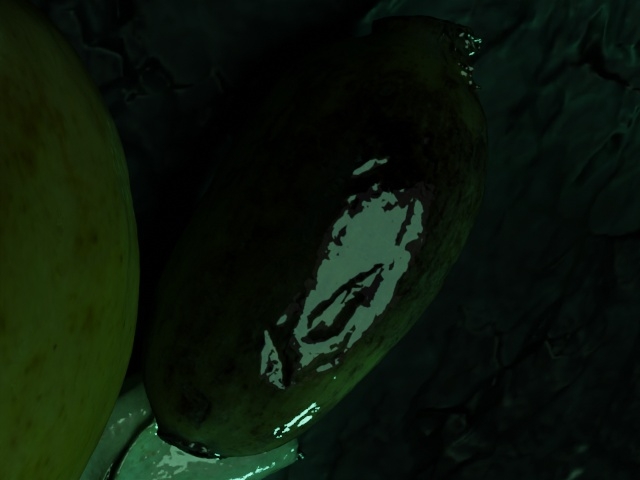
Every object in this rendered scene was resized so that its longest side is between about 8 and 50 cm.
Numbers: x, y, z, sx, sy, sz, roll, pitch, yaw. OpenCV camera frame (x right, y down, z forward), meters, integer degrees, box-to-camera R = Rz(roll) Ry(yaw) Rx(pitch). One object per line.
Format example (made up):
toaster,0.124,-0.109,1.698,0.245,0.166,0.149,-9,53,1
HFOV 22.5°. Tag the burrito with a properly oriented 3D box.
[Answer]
burrito,-0.063,0.078,0.615,0.118,0.044,0.074,-26,123,-14

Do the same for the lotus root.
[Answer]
lotus root,0.000,0.000,0.559,0.179,0.089,0.080,-59,173,1

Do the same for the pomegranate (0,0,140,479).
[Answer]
pomegranate,-0.156,0.019,0.408,0.233,0.233,0.233,-15,127,-21
